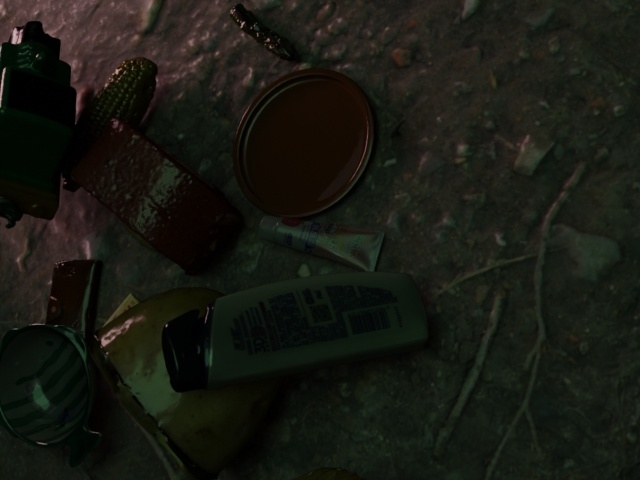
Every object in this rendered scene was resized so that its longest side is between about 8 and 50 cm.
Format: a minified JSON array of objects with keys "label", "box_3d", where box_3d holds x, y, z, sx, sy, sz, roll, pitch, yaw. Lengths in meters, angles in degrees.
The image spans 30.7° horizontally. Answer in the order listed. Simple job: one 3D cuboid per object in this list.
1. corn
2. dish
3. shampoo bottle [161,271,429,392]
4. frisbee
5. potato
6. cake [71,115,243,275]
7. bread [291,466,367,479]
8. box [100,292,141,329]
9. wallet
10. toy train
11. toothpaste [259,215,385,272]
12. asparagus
[{"label":"corn","box_3d":[-0.357,-0.195,1.974,0.097,0.097,0.262,32,89,31]},{"label":"dish","box_3d":[-0.416,0.240,1.868,0.224,0.078,0.246,-45,71,19]},{"label":"shampoo bottle","box_3d":[-0.038,0.117,1.608,0.359,0.078,0.134,-9,63,-15]},{"label":"frisbee","box_3d":[-0.026,-0.153,1.834,0.250,0.021,0.251,-9,70,26]},{"label":"potato","box_3d":[-0.175,0.184,1.704,0.242,0.242,0.285,-47,56,7]},{"label":"cake","box_3d":[-0.266,-0.073,1.841,0.283,0.177,0.151,40,95,29]},{"label":"bread","box_3d":[0.037,0.386,1.517,0.240,0.240,0.139,24,73,31]},{"label":"box","box_3d":[-0.319,0.138,1.895,0.093,0.015,0.058,-50,58,5]},{"label":"wallet","box_3d":[-0.416,0.118,1.945,0.095,0.026,0.176,-1,75,25]},{"label":"toy train","box_3d":[-0.494,-0.206,1.912,0.249,0.178,0.429,-53,32,38]},{"label":"toothpaste","box_3d":[0.000,0.000,1.764,0.194,0.043,0.067,12,79,24]},{"label":"asparagus","box_3d":[-0.091,-0.338,1.918,0.036,0.030,0.165,-45,59,-8]}]
